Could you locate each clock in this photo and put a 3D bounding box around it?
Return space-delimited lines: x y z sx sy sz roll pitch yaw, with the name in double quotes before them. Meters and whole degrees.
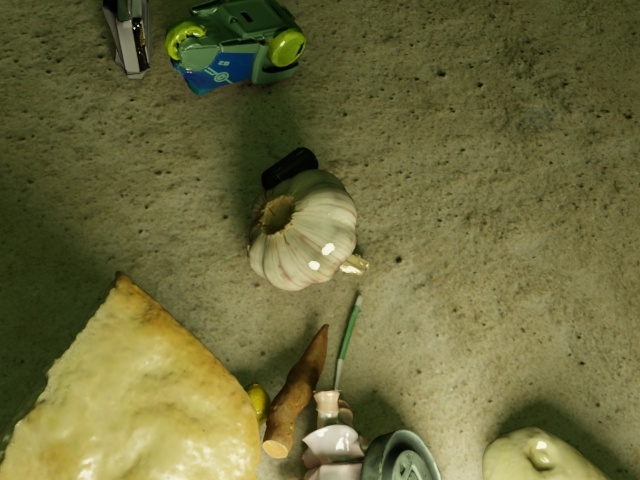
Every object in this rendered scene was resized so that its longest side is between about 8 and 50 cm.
"clock" 0.142 0.431 1.386 0.226 0.049 0.226 35 44 -43
"clock" -0.426 -0.510 1.840 0.083 0.186 0.253 -3 59 -6

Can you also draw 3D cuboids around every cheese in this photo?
"cheese" 0.378 0.504 1.418 0.351 0.130 0.328 -36 74 -29

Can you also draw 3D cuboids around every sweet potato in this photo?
"sweet potato" -0.040 0.266 1.502 0.059 0.067 0.281 -5 33 24

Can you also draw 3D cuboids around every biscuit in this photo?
"biscuit" -0.307 0.345 1.330 0.446 0.104 0.429 45 63 -7

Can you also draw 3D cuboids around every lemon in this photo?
"lemon" -0.119 0.300 1.485 0.065 0.065 0.092 1 78 -10

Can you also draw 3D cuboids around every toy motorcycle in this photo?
"toy motorcycle" -0.211 -0.424 1.836 0.326 0.200 0.191 -24 66 -35

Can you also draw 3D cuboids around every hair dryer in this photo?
"hair dryer" -0.001 -0.083 1.738 0.248 0.070 0.114 44 62 11

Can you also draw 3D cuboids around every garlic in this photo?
"garlic" 0.000 0.000 1.631 0.253 0.245 0.245 31 50 -36

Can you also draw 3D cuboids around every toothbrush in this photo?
"toothbrush" 0.044 0.213 1.594 0.024 0.018 0.257 16 58 6

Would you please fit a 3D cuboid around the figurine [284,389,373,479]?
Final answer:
"figurine" 0.033 0.394 1.417 0.200 0.133 0.276 -2 59 -8
